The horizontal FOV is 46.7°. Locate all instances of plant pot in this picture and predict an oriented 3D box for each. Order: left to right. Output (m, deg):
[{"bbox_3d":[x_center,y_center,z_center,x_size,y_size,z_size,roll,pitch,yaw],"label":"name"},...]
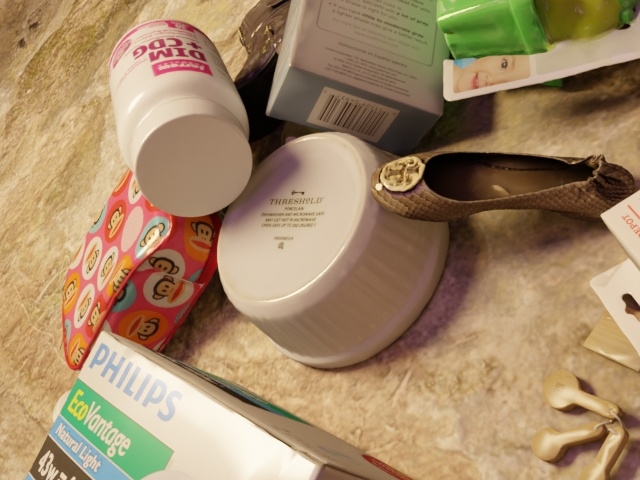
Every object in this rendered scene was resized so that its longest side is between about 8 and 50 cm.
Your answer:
[{"bbox_3d":[0.003,-0.123,0.972,0.079,0.083,0.083,-2,62,28],"label":"plant pot"}]

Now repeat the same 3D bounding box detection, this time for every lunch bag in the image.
[{"bbox_3d":[-0.265,0.022,1.049,0.293,0.120,0.258,-51,40,23],"label":"lunch bag"}]

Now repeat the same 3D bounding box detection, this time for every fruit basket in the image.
[{"bbox_3d":[0.294,-0.314,0.767,0.353,0.165,0.327,-12,57,32],"label":"fruit basket"}]

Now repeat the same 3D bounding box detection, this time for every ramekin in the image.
[{"bbox_3d":[0.000,0.000,0.853,0.272,0.127,0.273,-22,52,31],"label":"ramekin"}]

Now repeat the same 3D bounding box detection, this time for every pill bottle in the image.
[{"bbox_3d":[-0.179,-0.160,0.938,0.160,0.160,0.283,-43,37,12],"label":"pill bottle"}]

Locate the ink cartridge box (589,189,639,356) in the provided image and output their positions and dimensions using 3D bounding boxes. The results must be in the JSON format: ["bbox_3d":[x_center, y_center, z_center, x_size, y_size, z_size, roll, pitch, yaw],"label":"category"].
[{"bbox_3d":[0.313,-0.004,0.596,0.198,0.067,0.115,-36,31,15],"label":"ink cartridge box"}]

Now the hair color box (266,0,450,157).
[{"bbox_3d":[0.064,-0.310,0.932,0.113,0.185,0.375,129,154,-62],"label":"hair color box"}]

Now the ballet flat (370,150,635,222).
[{"bbox_3d":[0.171,-0.059,0.714,0.249,0.058,0.084,5,60,14],"label":"ballet flat"}]

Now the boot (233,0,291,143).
[{"bbox_3d":[-0.093,-0.285,1.162,0.263,0.091,0.229,-42,37,12],"label":"boot"}]

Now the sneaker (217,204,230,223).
[{"bbox_3d":[-0.142,-0.022,1.057,0.061,0.053,0.152,-55,37,23],"label":"sneaker"}]

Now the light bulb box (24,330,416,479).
[{"bbox_3d":[-0.120,0.323,0.683,0.357,0.225,0.361,15,76,46],"label":"light bulb box"}]

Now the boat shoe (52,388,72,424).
[{"bbox_3d":[-0.272,0.229,0.942,0.096,0.098,0.277,-60,25,-3],"label":"boat shoe"}]

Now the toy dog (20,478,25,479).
[{"bbox_3d":[-0.403,0.404,0.936,0.333,0.220,0.161,-30,79,34],"label":"toy dog"}]

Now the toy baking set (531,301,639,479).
[{"bbox_3d":[0.275,0.160,0.582,0.197,0.030,0.256,-46,37,18],"label":"toy baking set"}]
